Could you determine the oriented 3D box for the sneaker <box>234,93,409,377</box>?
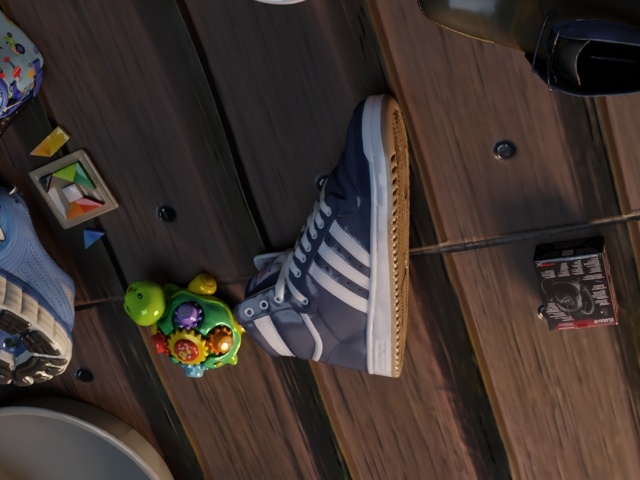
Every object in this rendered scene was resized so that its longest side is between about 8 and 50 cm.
[{"bbox_3d":[0.000,0.000,1.097,0.153,0.099,0.282,5,123,11],"label":"sneaker"}]

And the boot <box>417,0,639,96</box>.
[{"bbox_3d":[0.176,-0.167,0.946,0.219,0.106,0.082,9,121,10],"label":"boot"}]

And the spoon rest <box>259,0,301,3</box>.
[{"bbox_3d":[-0.017,-0.307,0.935,0.137,0.084,0.276,24,122,1],"label":"spoon rest"}]

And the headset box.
[{"bbox_3d":[0.229,0.043,1.095,0.062,0.032,0.083,-9,117,21],"label":"headset box"}]

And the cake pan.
[{"bbox_3d":[-0.284,0.290,1.369,0.293,0.054,0.293,7,121,12],"label":"cake pan"}]

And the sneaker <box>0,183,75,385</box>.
[{"bbox_3d":[-0.361,-0.005,1.158,0.129,0.147,0.330,-28,124,26],"label":"sneaker"}]

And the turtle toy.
[{"bbox_3d":[-0.134,0.082,1.200,0.130,0.066,0.095,39,122,-8],"label":"turtle toy"}]

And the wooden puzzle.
[{"bbox_3d":[-0.240,-0.049,1.186,0.078,0.014,0.116,-27,109,27],"label":"wooden puzzle"}]

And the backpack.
[{"bbox_3d":[-0.344,-0.138,1.070,0.117,0.173,0.158,-34,105,29],"label":"backpack"}]
